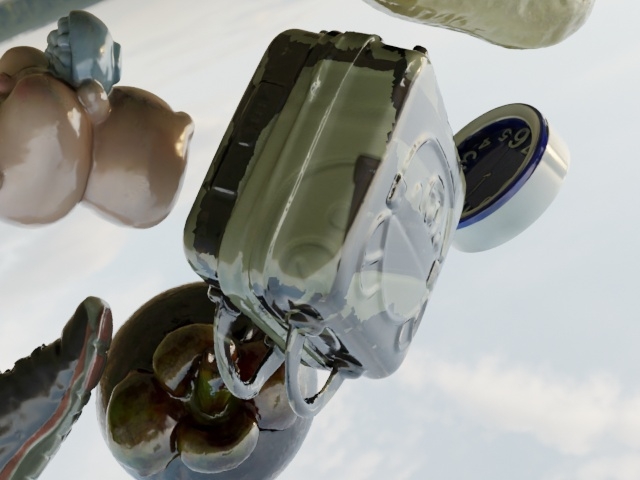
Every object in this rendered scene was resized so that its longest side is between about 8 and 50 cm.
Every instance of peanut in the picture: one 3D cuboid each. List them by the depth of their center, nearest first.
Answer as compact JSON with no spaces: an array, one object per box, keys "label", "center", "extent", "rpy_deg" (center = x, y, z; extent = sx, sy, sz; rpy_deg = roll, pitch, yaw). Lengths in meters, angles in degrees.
[{"label":"peanut","center":[0.136,-0.275,0.905],"extent":[0.319,0.147,0.147],"rpy_deg":[7,-175,-29]}]

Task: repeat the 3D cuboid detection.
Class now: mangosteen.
[{"label":"mangosteen","center":[-0.149,0.200,1.240],"extent":[0.307,0.307,0.347],"rpy_deg":[-26,179,-7]}]

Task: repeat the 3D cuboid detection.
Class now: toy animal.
[{"label":"toy animal","center":[-0.266,-0.101,1.008],"extent":[0.229,0.221,0.210],"rpy_deg":[-45,-145,-4]}]

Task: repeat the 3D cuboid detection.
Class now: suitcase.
[{"label":"suitcase","center":[0.000,0.000,0.914],"extent":[0.194,0.351,0.339],"rpy_deg":[17,-105,22]}]

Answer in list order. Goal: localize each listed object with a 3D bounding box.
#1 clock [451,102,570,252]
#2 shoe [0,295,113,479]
[{"label":"clock","center":[0.250,-0.092,1.370],"extent":[0.230,0.083,0.230],"rpy_deg":[-37,-150,26]},{"label":"shoe","center":[-0.342,0.178,1.072],"extent":[0.291,0.137,0.114],"rpy_deg":[-57,-175,0]}]
